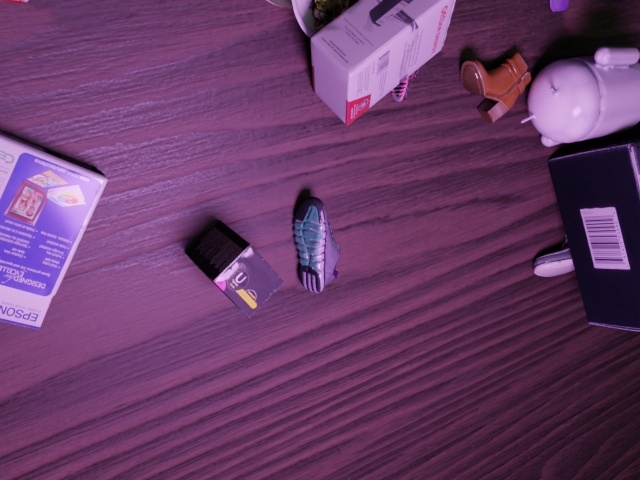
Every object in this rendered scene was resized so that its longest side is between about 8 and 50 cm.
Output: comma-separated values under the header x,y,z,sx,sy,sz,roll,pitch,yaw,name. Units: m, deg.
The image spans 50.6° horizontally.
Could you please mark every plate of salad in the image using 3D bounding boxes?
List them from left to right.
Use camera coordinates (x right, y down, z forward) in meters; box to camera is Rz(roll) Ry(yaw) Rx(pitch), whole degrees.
x,y,z,sx,sy,sz,roll,pitch,yaw,name
0.010,-0.478,1.281,0.199,0.048,0.200,-18,112,-54,plate of salad

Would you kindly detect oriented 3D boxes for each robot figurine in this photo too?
x,y,z,sx,sy,sz,roll,pitch,yaw,name
0.655,-0.350,1.662,0.353,0.200,0.300,-13,144,-27,robot figurine

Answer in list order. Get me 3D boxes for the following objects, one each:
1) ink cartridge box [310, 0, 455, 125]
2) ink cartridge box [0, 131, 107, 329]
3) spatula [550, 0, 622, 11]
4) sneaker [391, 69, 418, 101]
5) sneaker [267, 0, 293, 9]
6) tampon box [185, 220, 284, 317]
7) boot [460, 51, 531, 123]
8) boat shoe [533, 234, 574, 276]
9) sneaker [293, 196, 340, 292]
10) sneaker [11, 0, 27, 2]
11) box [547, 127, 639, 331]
x,y,z,sx,sy,sz,roll,pitch,yaw,name
0.119,-0.384,1.324,0.272,0.114,0.197,-39,166,-11,ink cartridge box
-0.566,-0.030,1.143,0.303,0.072,0.307,23,98,-36,ink cartridge box
0.663,-0.606,1.669,0.296,0.030,0.084,-9,114,-28,spatula
0.192,-0.362,1.480,0.057,0.047,0.120,-3,112,-42,sneaker
-0.088,-0.480,1.236,0.192,0.086,0.064,24,95,-35,sneaker
-0.172,0.054,1.351,0.101,0.161,0.120,-45,124,-8,tampon box
0.414,-0.389,1.584,0.152,0.073,0.197,-46,137,-6,boot
0.733,0.028,1.942,0.319,0.116,0.099,-11,71,-20,boat shoe
0.000,0.000,1.499,0.098,0.083,0.224,-27,127,-44,sneaker
-0.558,-0.416,0.979,0.269,0.090,0.145,-4,108,-32,sneaker
0.923,-0.064,1.796,0.471,0.297,0.481,-18,96,-22,box
